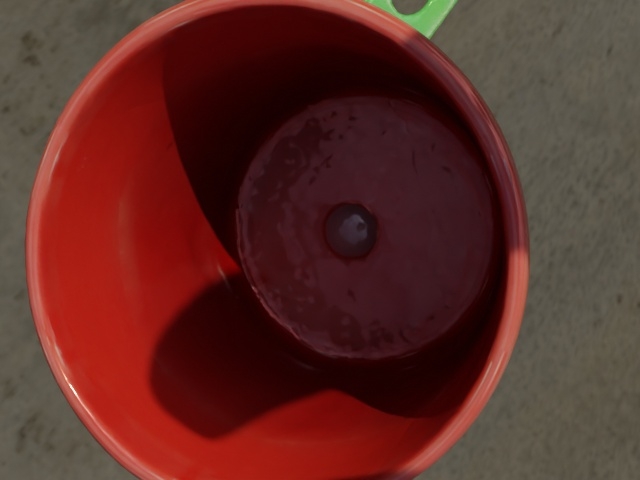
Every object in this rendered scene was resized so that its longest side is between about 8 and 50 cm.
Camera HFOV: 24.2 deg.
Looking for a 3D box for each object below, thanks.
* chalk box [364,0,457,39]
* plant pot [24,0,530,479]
[{"bbox_3d":[-0.009,-0.201,0.929,0.213,0.132,0.132,35,79,6],"label":"chalk box"},{"bbox_3d":[0.000,0.000,0.865,0.275,0.243,0.275,1,95,14],"label":"plant pot"}]
